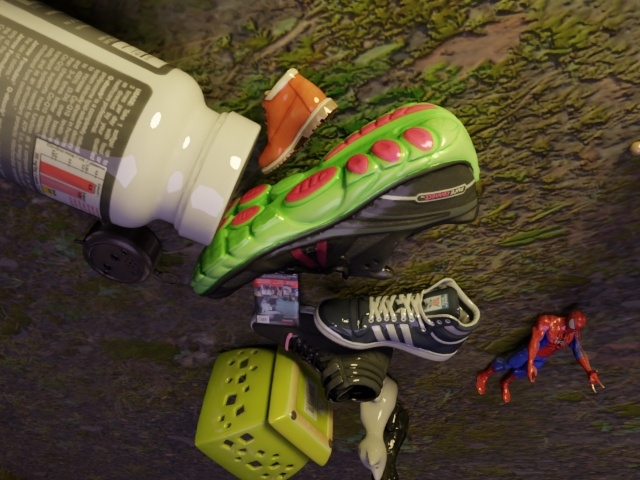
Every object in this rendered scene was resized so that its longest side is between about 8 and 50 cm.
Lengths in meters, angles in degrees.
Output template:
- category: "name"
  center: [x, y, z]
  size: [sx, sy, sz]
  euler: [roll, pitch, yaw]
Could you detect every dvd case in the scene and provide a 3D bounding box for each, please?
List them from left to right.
- category: "dvd case"
  center: [-0.081, 0.103, 0.885]
  size: [0.087, 0.013, 0.120]
  euler: [2, 111, 8]

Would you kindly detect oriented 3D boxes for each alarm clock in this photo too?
- category: "alarm clock"
  center: [-0.344, 0.032, 0.866]
  size: [0.192, 0.064, 0.129]
  euler: [34, 130, -24]

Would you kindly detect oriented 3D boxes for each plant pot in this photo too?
- category: "plant pot"
  center: [-0.099, 0.362, 1.020]
  size: [0.207, 0.228, 0.227]
  euler: [-24, 124, 22]

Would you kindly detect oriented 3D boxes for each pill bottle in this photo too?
- category: "pill bottle"
  center: [-0.272, -0.140, 0.583]
  size: [0.362, 0.210, 0.210]
  euler: [24, 132, -11]

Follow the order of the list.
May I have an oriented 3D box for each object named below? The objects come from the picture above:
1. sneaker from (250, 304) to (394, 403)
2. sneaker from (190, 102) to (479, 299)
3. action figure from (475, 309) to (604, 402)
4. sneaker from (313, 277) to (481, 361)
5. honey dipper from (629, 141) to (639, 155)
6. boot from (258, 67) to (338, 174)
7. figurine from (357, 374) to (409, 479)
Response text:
- category: "sneaker"
  center: [-0.003, 0.222, 0.917]
  size: [0.295, 0.147, 0.105]
  euler: [13, 136, 0]
- category: "sneaker"
  center: [0.000, 0.000, 0.685]
  size: [0.482, 0.185, 0.202]
  euler: [-23, 121, 30]
- category: "action figure"
  center: [0.396, 0.240, 0.871]
  size: [0.091, 0.139, 0.280]
  euler: [17, 131, -7]
- category: "sneaker"
  center: [0.139, 0.125, 0.830]
  size: [0.282, 0.099, 0.153]
  euler: [14, 139, -12]
- category: "honey dipper"
  center: [0.474, -0.101, 0.608]
  size: [0.160, 0.031, 0.031]
  euler: [16, 134, 2]
- category: "boot"
  center: [-0.051, -0.157, 0.643]
  size: [0.084, 0.059, 0.158]
  euler: [43, 132, -5]
- category: "figurine"
  center: [0.135, 0.438, 1.049]
  size: [0.092, 0.210, 0.215]
  euler: [-8, 130, 17]
